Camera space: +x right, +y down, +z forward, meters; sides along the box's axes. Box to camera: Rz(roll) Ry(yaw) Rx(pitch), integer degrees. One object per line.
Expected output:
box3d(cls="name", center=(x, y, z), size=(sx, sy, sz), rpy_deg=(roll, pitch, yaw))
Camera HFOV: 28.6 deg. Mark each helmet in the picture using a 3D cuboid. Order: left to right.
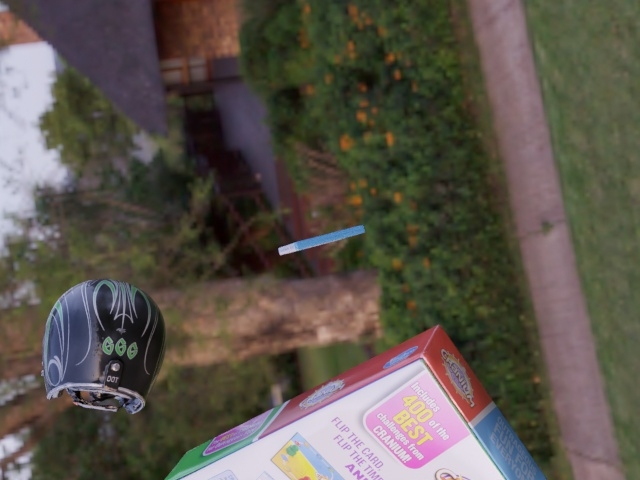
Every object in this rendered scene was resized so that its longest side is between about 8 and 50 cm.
box3d(cls="helmet", center=(-0.273, 0.127, 1.589), size=(0.169, 0.169, 0.161), rpy_deg=(100, 174, -66))

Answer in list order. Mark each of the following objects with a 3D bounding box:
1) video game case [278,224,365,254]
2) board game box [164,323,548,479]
box3d(cls="video game case", center=(0.000, 0.000, 2.104), size=(0.166, 0.119, 0.015), rpy_deg=(162, 94, -78))
box3d(cls="board game box", center=(0.043, 0.249, 1.170), size=(0.242, 0.316, 0.064), rpy_deg=(55, -152, -10))
